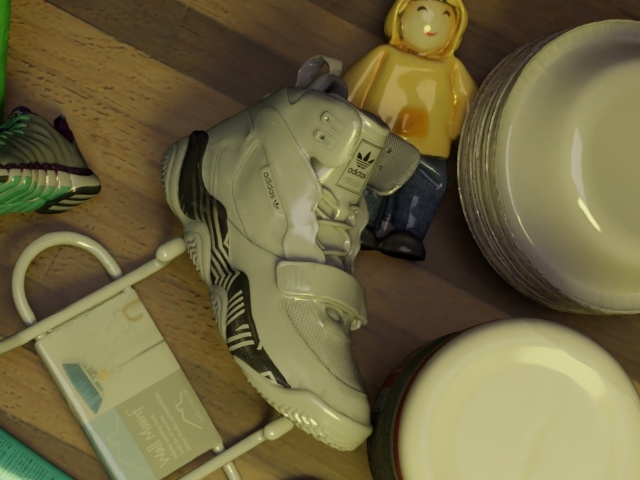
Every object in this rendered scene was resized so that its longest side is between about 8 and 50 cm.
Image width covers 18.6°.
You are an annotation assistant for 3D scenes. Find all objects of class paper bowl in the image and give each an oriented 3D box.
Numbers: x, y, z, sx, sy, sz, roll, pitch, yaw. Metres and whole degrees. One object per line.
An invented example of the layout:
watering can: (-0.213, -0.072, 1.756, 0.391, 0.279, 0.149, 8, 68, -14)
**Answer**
paper bowl: (0.286, -0.070, 1.865, 0.284, 0.148, 0.284, 1, 87, -21)

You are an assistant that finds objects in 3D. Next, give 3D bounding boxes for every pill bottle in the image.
pill bottle: (0.151, 0.181, 1.747, 0.210, 0.363, 0.210, 1, 85, -6)

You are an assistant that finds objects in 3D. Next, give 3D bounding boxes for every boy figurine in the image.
boy figurine: (0.093, -0.123, 1.912, 0.177, 0.092, 0.285, 15, 86, -2)

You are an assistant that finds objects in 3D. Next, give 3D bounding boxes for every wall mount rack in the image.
wall mount rack: (-0.200, 0.155, 1.802, 0.304, 0.130, 0.350, -30, 88, -29)

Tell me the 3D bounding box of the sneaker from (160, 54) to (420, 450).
sneaker: (0.000, 0.000, 1.781, 0.210, 0.137, 0.366, -38, 57, 18)

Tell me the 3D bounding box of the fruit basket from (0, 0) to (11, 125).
fruit basket: (-0.419, -0.256, 1.785, 0.283, 0.392, 0.392, 9, 83, -5)

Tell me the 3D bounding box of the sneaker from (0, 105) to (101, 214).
sneaker: (-0.295, -0.078, 1.817, 0.083, 0.224, 0.098, -25, 79, 22)

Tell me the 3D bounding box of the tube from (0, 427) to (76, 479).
tube: (-0.300, 0.220, 1.858, 0.207, 0.052, 0.080, 40, 86, -6)
